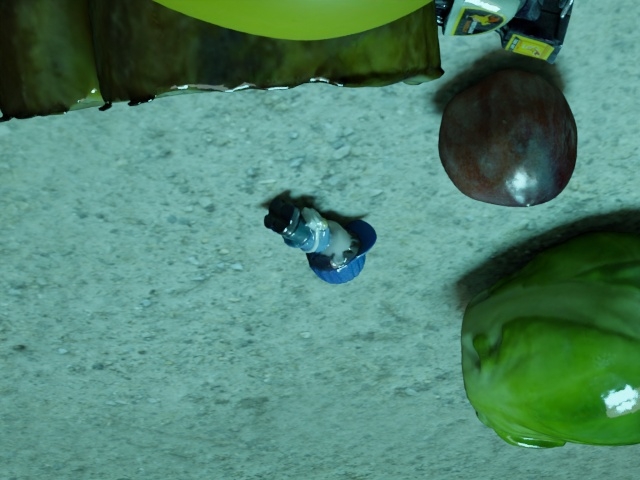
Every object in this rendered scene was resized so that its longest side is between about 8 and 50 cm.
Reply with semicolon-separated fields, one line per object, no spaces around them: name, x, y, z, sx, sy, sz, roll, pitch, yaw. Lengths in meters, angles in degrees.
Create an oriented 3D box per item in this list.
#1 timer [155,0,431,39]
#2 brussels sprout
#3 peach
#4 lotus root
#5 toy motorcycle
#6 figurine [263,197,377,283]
timer;-0.009;-0.326;0.790;0.376;0.376;0.386;6;116;-23
brussels sprout;0.371;0.134;1.771;0.371;0.275;0.315;-3;165;6
peach;0.201;-0.096;1.418;0.152;0.152;0.152;-6;151;-3
lotus root;-0.082;-0.164;1.132;0.391;0.111;0.375;-2;-176;31
toy motorcycle;0.163;-0.234;1.142;0.157;0.090;0.263;14;171;1
figurine;0.000;0.000;1.626;0.149;0.087;0.086;24;176;-43
